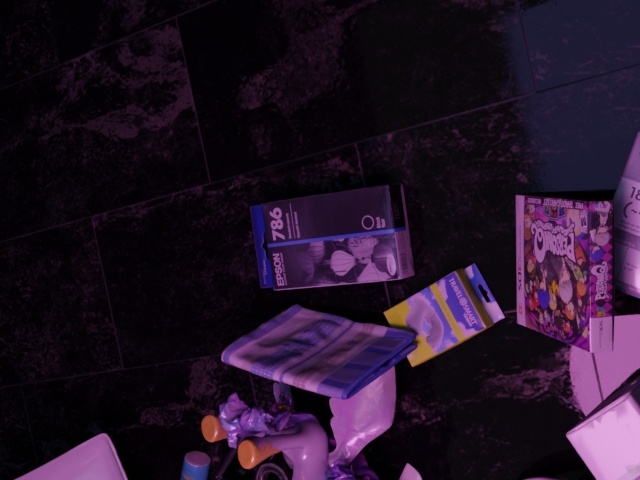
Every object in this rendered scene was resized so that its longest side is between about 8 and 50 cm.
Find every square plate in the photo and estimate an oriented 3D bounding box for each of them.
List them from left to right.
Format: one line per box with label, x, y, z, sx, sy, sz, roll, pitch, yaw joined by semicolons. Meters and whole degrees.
square plate;-0.471;0.591;1.790;0.347;0.049;0.344;-28;83;14

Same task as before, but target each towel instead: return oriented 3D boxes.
towel;-0.005;0.181;1.557;0.285;0.209;0.034;10;118;40

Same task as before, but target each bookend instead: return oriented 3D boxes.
bookend;-0.098;0.437;1.747;0.157;0.072;0.156;41;114;21

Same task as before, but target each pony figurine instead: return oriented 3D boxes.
pony figurine;-0.020;0.356;1.563;0.303;0.364;0.350;-31;61;38

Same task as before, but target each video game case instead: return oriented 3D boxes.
video game case;0.353;0.039;1.353;0.232;0.042;0.210;-157;64;-75

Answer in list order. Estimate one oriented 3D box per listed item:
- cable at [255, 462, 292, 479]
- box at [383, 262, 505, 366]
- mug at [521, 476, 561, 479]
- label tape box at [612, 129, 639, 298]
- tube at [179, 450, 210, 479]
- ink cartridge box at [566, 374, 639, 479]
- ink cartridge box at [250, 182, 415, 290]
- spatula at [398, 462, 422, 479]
cable;-0.052;0.539;1.638;0.140;0.072;0.287;-12;81;25
box;0.204;0.125;1.541;0.178;0.042;0.109;-34;78;31
mug;0.341;0.534;1.356;0.328;0.276;0.374;-41;44;37
label tape box;0.542;-0.063;1.273;0.241;0.106;0.333;23;108;27
tube;-0.266;0.528;1.881;0.080;0.052;0.207;29;116;38
ink cartridge box;0.493;0.335;1.291;0.117;0.201;0.278;-41;74;28
ink cartridge box;0.000;0.000;1.642;0.333;0.065;0.165;-8;92;33
spatula;0.173;0.535;1.622;0.168;0.019;0.242;30;110;25
